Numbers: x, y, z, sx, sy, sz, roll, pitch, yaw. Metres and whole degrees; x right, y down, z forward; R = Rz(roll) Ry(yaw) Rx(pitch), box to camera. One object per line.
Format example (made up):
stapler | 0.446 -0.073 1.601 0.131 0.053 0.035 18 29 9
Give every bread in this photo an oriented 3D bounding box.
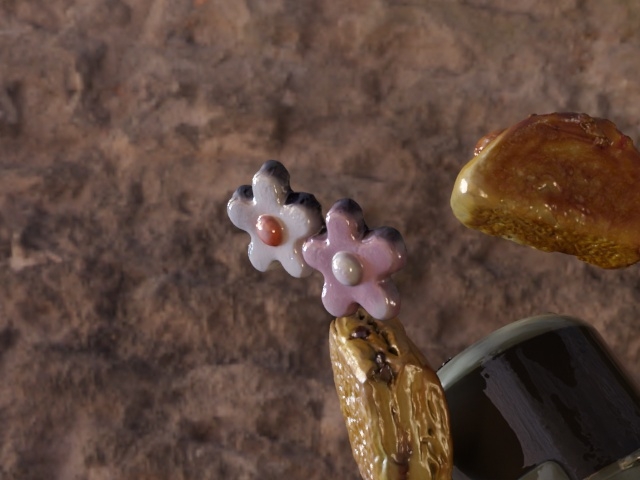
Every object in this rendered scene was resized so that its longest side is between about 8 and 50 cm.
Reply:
bread | 0.086 0.205 1.166 0.099 0.235 0.210 -14 -161 -8

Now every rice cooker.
rice cooker | 0.303 0.302 1.319 0.335 0.335 0.325 -14 -125 -28

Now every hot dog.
hot dog | 0.293 -0.070 1.216 0.256 0.150 0.153 16 -109 -2

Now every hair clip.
hair clip | -0.005 0.002 1.175 0.075 0.146 0.257 -11 -145 -44
